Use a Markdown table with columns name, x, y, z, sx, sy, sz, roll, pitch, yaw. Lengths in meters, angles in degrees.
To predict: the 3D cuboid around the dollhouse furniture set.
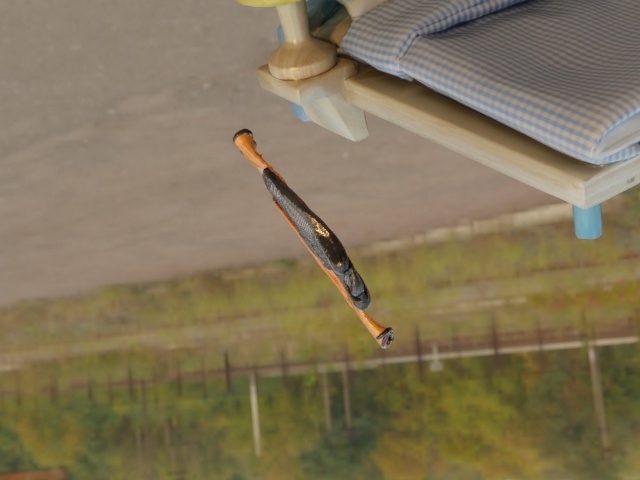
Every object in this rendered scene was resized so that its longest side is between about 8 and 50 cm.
| name | x | y | z | sx | sy | sz | roll | pitch | yaw |
| --- | --- | --- | --- | --- | --- | --- | --- | --- | --- |
| dollhouse furniture set | 0.147 | -0.137 | 0.474 | 0.303 | 0.198 | 0.286 | -24 | -149 | -22 |

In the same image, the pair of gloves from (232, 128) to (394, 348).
| name | x | y | z | sx | sy | sz | roll | pitch | yaw |
| --- | --- | --- | --- | --- | --- | --- | --- | --- | --- |
| pair of gloves | 0.000 | 0.000 | 0.455 | 0.010 | 0.074 | 0.083 | -36 | 160 | -3 |
